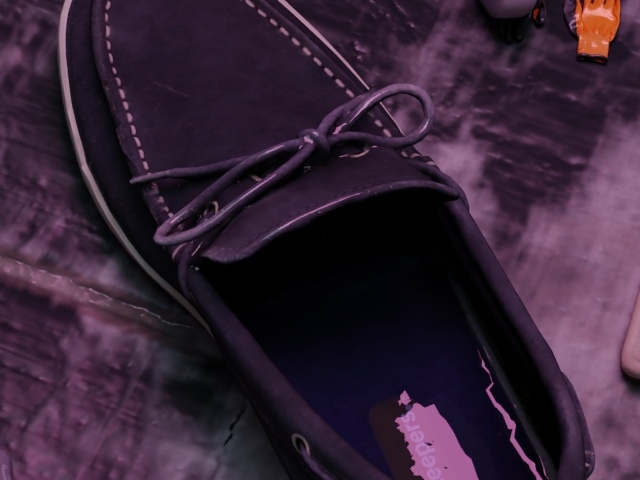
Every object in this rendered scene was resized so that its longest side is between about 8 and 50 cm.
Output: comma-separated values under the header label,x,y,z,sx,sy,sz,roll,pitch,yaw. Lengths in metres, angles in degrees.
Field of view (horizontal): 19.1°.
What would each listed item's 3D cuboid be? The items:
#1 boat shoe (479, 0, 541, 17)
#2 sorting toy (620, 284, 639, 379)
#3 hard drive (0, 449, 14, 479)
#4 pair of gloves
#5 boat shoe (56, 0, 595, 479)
label,x,y,z,sx,sy,sz,roll,pitch,yaw
boat shoe,0.138,-0.250,1.252,0.088,0.096,0.267,0,46,-5
sorting toy,0.291,0.021,1.115,0.193,0.038,0.208,18,56,6
hard drive,-0.236,0.209,0.924,0.172,0.054,0.255,2,56,-5
pair of gloves,0.154,-0.151,1.234,0.083,0.010,0.074,12,56,3
boat shoe,0.000,0.000,1.032,0.186,0.156,0.500,-20,59,-16
